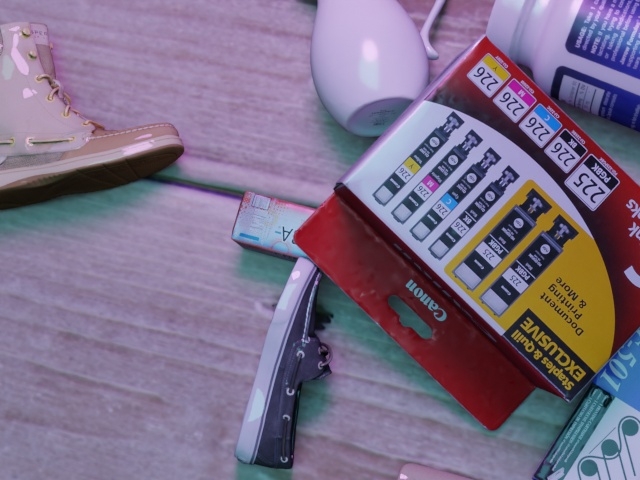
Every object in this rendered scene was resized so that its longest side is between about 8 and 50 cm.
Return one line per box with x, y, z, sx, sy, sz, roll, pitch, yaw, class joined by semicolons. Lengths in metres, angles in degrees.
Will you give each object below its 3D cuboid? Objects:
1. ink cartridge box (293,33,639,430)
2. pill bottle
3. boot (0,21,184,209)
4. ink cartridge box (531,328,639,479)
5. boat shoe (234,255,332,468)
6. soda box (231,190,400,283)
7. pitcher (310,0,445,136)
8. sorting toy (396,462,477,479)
0.170;0.005;1.328;0.309;0.130;0.272;43;87;-3;ink cartridge box
0.313;-0.202;1.378;0.264;0.153;0.153;24;83;13;pill bottle
-0.292;-0.155;1.501;0.262;0.095;0.203;-12;75;11;boot
0.310;0.181;1.354;0.097;0.046;0.207;33;85;13;ink cartridge box
-0.026;0.133;1.395;0.076;0.080;0.228;17;92;2;boat shoe
0.000;0.000;1.433;0.183;0.063;0.058;16;83;12;soda box
0.071;-0.225;1.449;0.178;0.125;0.207;-9;65;-8;pitcher
0.149;0.344;1.328;0.193;0.038;0.208;15;75;3;sorting toy
